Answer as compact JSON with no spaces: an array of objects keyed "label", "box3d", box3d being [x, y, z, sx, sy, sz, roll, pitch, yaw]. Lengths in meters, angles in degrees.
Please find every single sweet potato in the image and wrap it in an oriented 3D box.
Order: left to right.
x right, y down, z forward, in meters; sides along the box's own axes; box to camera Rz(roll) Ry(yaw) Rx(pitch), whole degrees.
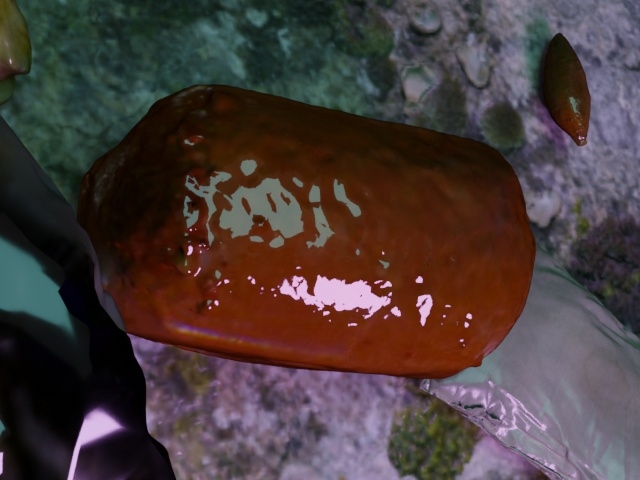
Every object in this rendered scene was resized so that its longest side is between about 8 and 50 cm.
[{"label":"sweet potato","box3d":[0.179,-0.113,0.844,0.034,0.034,0.095,5,63,-27]}]

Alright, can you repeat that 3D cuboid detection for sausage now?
[{"label":"sausage","box3d":[0.000,0.001,0.644,0.268,0.153,0.141,9,82,-25]}]

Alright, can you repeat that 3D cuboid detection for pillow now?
[{"label":"pillow","box3d":[0.177,0.105,0.770,0.230,0.050,0.148,41,55,-12]}]

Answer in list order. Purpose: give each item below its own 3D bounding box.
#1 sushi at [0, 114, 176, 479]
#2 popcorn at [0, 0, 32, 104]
[{"label":"sushi","box3d":[-0.241,0.079,0.411,0.294,0.299,0.281,-27,103,-28]},{"label":"popcorn","box3d":[-0.207,-0.119,0.614,0.109,0.089,0.097,21,31,-31]}]
